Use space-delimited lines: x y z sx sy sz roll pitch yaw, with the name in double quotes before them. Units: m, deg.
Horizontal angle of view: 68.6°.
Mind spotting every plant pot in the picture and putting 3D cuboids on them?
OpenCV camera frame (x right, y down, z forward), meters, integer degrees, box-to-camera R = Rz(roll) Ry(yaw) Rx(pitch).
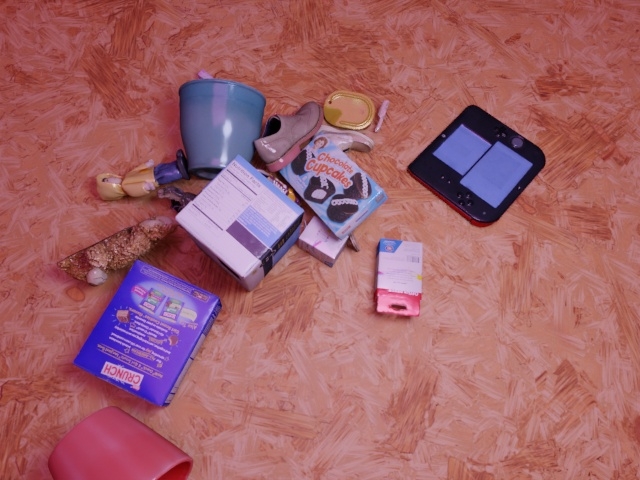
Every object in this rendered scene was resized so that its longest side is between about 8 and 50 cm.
"plant pot" -0.491 0.553 1.123 0.243 0.275 0.275 36 71 18
"plant pot" -0.311 -0.326 1.469 0.272 0.271 0.255 2 84 -3

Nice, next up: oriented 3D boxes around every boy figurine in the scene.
"boy figurine" -0.554 -0.201 1.466 0.285 0.092 0.177 -15 39 -1

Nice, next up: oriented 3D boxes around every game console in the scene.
"game console" 0.538 -0.261 1.598 0.342 0.060 0.386 42 72 11

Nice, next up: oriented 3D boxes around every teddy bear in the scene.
"teddy bear" -0.556 0.030 1.326 0.338 0.245 0.113 -29 102 -14

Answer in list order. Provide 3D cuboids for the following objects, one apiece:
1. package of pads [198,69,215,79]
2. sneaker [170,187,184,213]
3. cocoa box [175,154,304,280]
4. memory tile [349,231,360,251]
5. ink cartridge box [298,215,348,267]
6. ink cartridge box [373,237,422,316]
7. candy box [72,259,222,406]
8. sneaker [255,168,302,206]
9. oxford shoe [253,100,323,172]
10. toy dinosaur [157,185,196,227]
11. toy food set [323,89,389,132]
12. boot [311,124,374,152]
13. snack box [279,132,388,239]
"package of pads" -0.391 -0.556 1.649 0.083 0.050 0.032 40 72 11
"sneaker" -0.447 -0.105 1.485 0.057 0.047 0.119 -28 77 17
"cocoa box" -0.205 -0.030 1.282 0.231 0.347 0.228 41 78 3
"memory tile" 0.087 -0.039 1.455 0.012 0.113 0.148 -24 73 6
"ink cartridge box" 0.000 0.000 1.444 0.143 0.092 0.090 30 71 9
"ink cartridge box" 0.234 0.119 1.422 0.134 0.078 0.231 7 69 -1
"candy box" -0.465 0.255 1.299 0.268 0.122 0.317 25 69 4
"sneaker" -0.144 -0.163 1.491 0.185 0.084 0.069 33 94 13
"oxford shoe" -0.095 -0.371 1.515 0.130 0.123 0.348 54 44 -28
"toy dinosaur" -0.370 -0.083 1.439 0.268 0.064 0.118 16 80 -24
"toy food set" 0.118 -0.445 1.639 0.218 0.071 0.128 13 93 1
"boot" 0.060 -0.290 1.566 0.213 0.077 0.165 15 68 9
"snack box" 0.032 -0.171 1.423 0.187 0.060 0.322 -43 56 3
